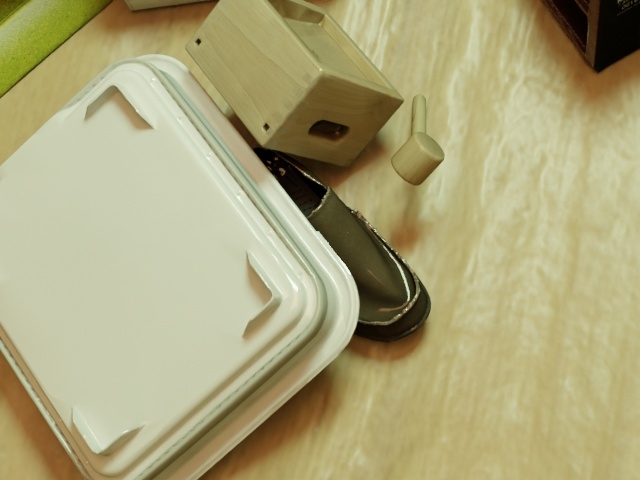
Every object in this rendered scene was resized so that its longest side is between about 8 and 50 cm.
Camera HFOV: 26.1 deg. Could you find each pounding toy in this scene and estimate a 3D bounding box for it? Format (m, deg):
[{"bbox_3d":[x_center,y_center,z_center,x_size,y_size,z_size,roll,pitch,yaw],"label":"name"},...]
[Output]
[{"bbox_3d":[0.012,-0.107,1.174,0.094,0.181,0.206,-49,61,20],"label":"pounding toy"}]

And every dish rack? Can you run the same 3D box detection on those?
[{"bbox_3d":[-0.161,0.026,1.138,0.285,0.072,0.333,-42,68,10],"label":"dish rack"}]

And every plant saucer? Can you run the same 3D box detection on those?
[{"bbox_3d":[-0.319,-0.245,1.311,0.188,0.045,0.188,-43,70,-9],"label":"plant saucer"}]

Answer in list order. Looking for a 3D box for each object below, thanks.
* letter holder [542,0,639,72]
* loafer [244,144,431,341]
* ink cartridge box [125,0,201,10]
[{"bbox_3d":[0.311,-0.331,1.201,0.301,0.152,0.214,-30,67,-4],"label":"letter holder"},{"bbox_3d":[0.000,0.000,1.157,0.220,0.078,0.080,41,80,19],"label":"loafer"},{"bbox_3d":[-0.087,-0.312,1.279,0.217,0.092,0.159,-6,69,4],"label":"ink cartridge box"}]
